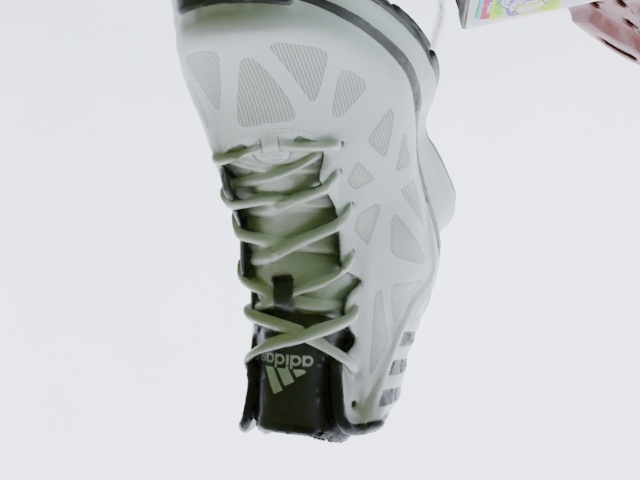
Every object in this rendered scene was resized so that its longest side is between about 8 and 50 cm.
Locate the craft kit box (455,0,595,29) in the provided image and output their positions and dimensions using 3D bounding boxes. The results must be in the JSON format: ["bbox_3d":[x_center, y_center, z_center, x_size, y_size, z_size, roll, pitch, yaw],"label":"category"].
[{"bbox_3d":[0.169,-0.262,1.108,0.249,0.061,0.247,-14,-115,-8],"label":"craft kit box"}]

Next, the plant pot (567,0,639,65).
[{"bbox_3d":[0.331,-0.311,1.647,0.272,0.272,0.265,34,-97,37],"label":"plant pot"}]

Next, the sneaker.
[{"bbox_3d":[0.001,0.000,1.320,0.169,0.447,0.258,-1,-116,18],"label":"sneaker"}]
